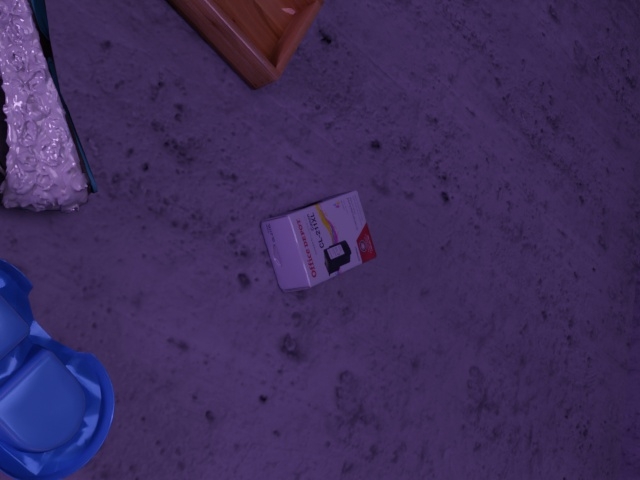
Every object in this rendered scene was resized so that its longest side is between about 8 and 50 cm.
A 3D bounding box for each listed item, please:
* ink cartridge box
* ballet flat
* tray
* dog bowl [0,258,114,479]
[{"bbox_3d":[0.000,0.000,1.248,0.175,0.072,0.127,-23,99,-44],"label":"ink cartridge box"},{"bbox_3d":[-0.385,-0.226,0.900,0.147,0.147,0.408,-15,92,-44],"label":"ballet flat"},{"bbox_3d":[-0.184,-0.457,1.164,0.411,0.076,0.202,43,56,-28],"label":"tray"},{"bbox_3d":[-0.377,0.151,0.867,0.297,0.074,0.166,56,50,-21],"label":"dog bowl"}]
